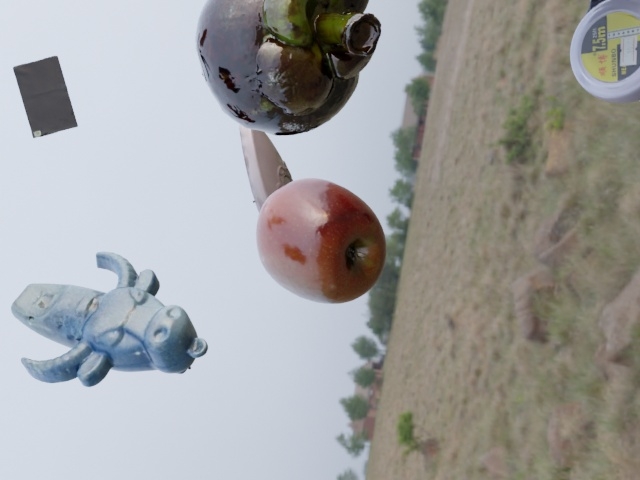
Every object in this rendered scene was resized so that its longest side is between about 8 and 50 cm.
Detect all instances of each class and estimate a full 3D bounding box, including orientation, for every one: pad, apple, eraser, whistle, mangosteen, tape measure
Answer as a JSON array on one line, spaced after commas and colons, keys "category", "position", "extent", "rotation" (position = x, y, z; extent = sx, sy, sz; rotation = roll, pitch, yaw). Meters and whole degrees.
[{"category": "pad", "position": [-0.691, -0.361, 1.849], "extent": [0.004, 0.116, 0.193], "rotation": [140, 114, -82]}, {"category": "apple", "position": [0.000, 0.000, 1.064], "extent": [0.168, 0.180, 0.181], "rotation": [19, 105, 51]}, {"category": "eraser", "position": [-0.097, -0.130, 1.481], "extent": [0.204, 0.059, 0.244], "rotation": [-72, -35, -67]}, {"category": "whistle", "position": [-0.253, 0.099, 0.882], "extent": [0.093, 0.268, 0.180], "rotation": [82, -154, -50]}, {"category": "mangosteen", "position": [-0.022, -0.184, 0.676], "extent": [0.172, 0.184, 0.173], "rotation": [38, -145, -33]}, {"category": "tape measure", "position": [0.518, -0.328, 1.242], "extent": [0.105, 0.178, 0.196], "rotation": [-9, -79, -45]}]
